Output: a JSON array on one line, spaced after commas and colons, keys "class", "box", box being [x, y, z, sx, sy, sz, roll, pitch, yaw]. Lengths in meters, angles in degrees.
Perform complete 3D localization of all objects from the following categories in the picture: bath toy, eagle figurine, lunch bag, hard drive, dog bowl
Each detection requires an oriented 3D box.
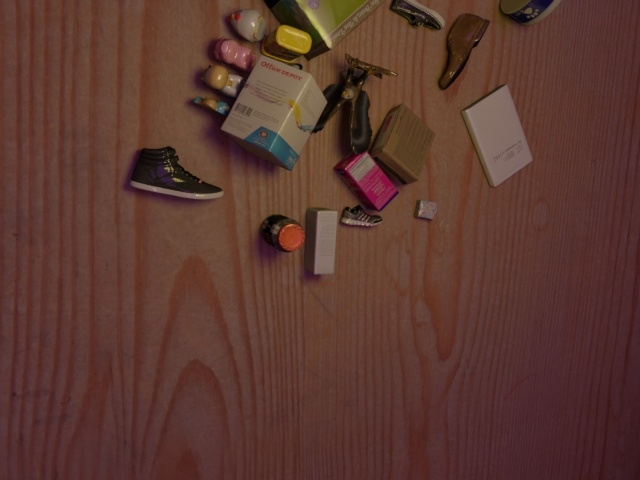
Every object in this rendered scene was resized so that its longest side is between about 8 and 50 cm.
[{"class": "bath toy", "box": [-0.291, -0.580, 1.579, 0.128, 0.151, 0.349, 21, 90, 11]}, {"class": "eagle figurine", "box": [0.093, -0.479, 1.712, 0.225, 0.226, 0.299, 0, 118, -46]}, {"class": "lunch bag", "box": [0.427, -0.123, 1.988, 0.083, 0.053, 0.071, 9, 94, -14]}, {"class": "hard drive", "box": [0.745, -0.438, 2.066, 0.233, 0.047, 0.353, -34, 111, -13]}, {"class": "dog bowl", "box": [0.822, -0.971, 1.884, 0.104, 0.265, 0.265, 19, 92, -22]}]

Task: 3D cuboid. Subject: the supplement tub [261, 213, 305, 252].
[{"class": "supplement tub", "box": [-0.128, -0.024, 1.701, 0.116, 0.190, 0.117, -4, 100, -21]}]

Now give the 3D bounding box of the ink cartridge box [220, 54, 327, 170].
[{"class": "ink cartridge box", "box": [-0.142, -0.405, 1.586, 0.198, 0.197, 0.270, 27, 88, 20]}]

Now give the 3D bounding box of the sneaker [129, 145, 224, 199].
[{"class": "sneaker", "box": [-0.448, -0.220, 1.581, 0.295, 0.104, 0.147, 9, 101, -19]}]

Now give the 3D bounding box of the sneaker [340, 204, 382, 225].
[{"class": "sneaker", "box": [0.161, -0.098, 1.876, 0.170, 0.063, 0.075, 2, 105, -18]}]

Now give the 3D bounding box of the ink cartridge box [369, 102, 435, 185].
[{"class": "ink cartridge box", "box": [0.309, -0.356, 1.840, 0.193, 0.088, 0.235, 36, 64, -23]}]

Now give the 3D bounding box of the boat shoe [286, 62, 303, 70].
[{"class": "boat shoe", "box": [-0.127, -0.580, 1.686, 0.142, 0.040, 0.049, -22, 107, -18]}]

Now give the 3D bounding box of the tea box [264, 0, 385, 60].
[{"class": "tea box", "box": [0.014, -0.832, 1.602, 0.329, 0.220, 0.324, -44, 111, -10]}]

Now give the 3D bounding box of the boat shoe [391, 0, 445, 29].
[{"class": "boat shoe", "box": [0.360, -0.829, 1.827, 0.219, 0.078, 0.070, 23, 89, -16]}]

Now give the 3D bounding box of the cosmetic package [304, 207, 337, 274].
[{"class": "cosmetic package", "box": [0.000, 0.000, 1.800, 0.085, 0.117, 0.231, -2, 101, -21]}]

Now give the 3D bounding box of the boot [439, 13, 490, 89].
[{"class": "boot", "box": [0.529, -0.734, 1.915, 0.115, 0.112, 0.306, 30, 92, 6]}]

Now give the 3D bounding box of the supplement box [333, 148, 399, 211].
[{"class": "supplement box", "box": [0.170, -0.225, 1.832, 0.114, 0.111, 0.220, -45, 111, -9]}]

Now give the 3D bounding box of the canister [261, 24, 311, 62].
[{"class": "canister", "box": [-0.113, -0.641, 1.610, 0.126, 0.170, 0.074, 10, 95, -23]}]
